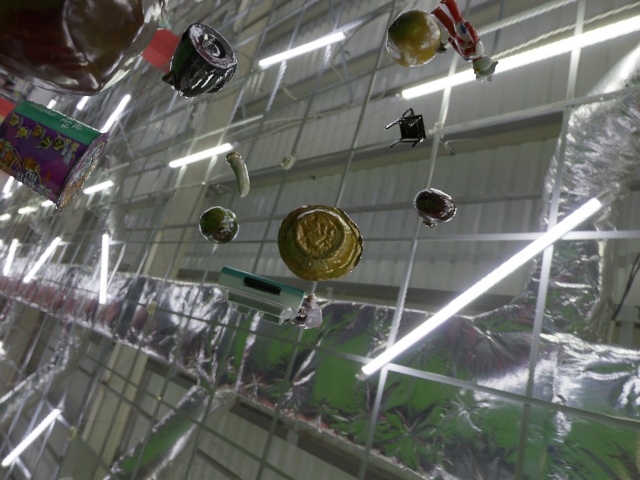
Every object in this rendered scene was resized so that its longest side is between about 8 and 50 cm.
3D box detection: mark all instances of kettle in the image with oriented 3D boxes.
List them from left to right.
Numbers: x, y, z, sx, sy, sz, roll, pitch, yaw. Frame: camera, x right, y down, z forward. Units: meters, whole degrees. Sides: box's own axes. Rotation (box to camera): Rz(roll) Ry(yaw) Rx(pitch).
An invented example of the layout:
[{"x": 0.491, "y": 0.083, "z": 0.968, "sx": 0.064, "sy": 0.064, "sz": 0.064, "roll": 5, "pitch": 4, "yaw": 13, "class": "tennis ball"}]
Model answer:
[{"x": -0.479, "y": -0.677, "z": 1.684, "sx": 0.271, "sy": 0.207, "sz": 0.250, "roll": -32, "pitch": -159, "yaw": 38, "class": "kettle"}]

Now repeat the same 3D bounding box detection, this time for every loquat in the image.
[{"x": 0.388, "y": -0.791, "z": 1.702, "sx": 0.246, "sy": 0.213, "sz": 0.213, "roll": 28, "pitch": -91, "yaw": 15, "class": "loquat"}]

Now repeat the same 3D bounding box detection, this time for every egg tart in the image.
[{"x": 0.000, "y": 0.000, "z": 1.390, "sx": 0.118, "sy": 0.289, "sz": 0.287, "roll": 104, "pitch": 1, "yaw": -73, "class": "egg tart"}]

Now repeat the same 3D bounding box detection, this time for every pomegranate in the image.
[{"x": -0.320, "y": -0.042, "z": 1.353, "sx": 0.130, "sy": 0.130, "sz": 0.130, "roll": -25, "pitch": -129, "yaw": 35, "class": "pomegranate"}]

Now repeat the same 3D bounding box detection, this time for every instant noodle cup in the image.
[{"x": -0.710, "y": -0.233, "z": 1.125, "sx": 0.251, "sy": 0.190, "sz": 0.251, "roll": -48, "pitch": -157, "yaw": 28, "class": "instant noodle cup"}]

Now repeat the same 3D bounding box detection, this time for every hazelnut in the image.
[{"x": -0.324, "y": -0.308, "z": 0.543, "sx": 0.218, "sy": 0.218, "sz": 0.233, "roll": -24, "pitch": -146, "yaw": 35, "class": "hazelnut"}]

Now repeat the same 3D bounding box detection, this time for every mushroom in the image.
[{"x": -0.340, "y": -0.278, "z": 1.801, "sx": 0.071, "sy": 0.084, "sz": 0.209, "roll": -19, "pitch": -110, "yaw": -5, "class": "mushroom"}]

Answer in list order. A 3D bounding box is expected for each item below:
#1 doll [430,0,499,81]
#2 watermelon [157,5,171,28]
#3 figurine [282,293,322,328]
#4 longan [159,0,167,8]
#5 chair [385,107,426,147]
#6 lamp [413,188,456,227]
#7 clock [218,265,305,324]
[{"x": 0.604, "y": -0.821, "z": 1.782, "sx": 0.099, "sy": 0.384, "sz": 0.188, "roll": -41, "pitch": -173, "yaw": 4, "class": "doll"}, {"x": -0.566, "y": -0.739, "z": 1.203, "sx": 0.290, "sy": 0.320, "sz": 0.213, "roll": 28, "pitch": -95, "yaw": 47, "class": "watermelon"}, {"x": -0.100, "y": 0.308, "z": 1.852, "sx": 0.200, "sy": 0.276, "sz": 0.133, "roll": -42, "pitch": -129, "yaw": 19, "class": "figurine"}, {"x": -0.751, "y": -1.003, "z": 1.664, "sx": 0.319, "sy": 0.319, "sz": 0.318, "roll": -25, "pitch": -129, "yaw": 35, "class": "longan"}, {"x": 0.318, "y": -0.394, "z": 1.473, "sx": 0.102, "sy": 0.084, "sz": 0.212, "roll": 8, "pitch": -143, "yaw": 38, "class": "chair"}, {"x": 0.415, "y": -0.116, "z": 1.581, "sx": 0.156, "sy": 0.158, "sz": 0.134, "roll": 47, "pitch": -58, "yaw": 52, "class": "lamp"}, {"x": -0.192, "y": 0.185, "z": 1.366, "sx": 0.231, "sy": 0.263, "sz": 0.116, "roll": 117, "pitch": -10, "yaw": -75, "class": "clock"}]
